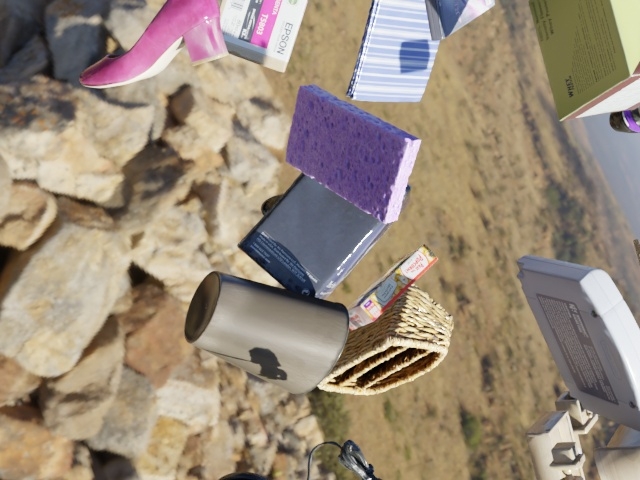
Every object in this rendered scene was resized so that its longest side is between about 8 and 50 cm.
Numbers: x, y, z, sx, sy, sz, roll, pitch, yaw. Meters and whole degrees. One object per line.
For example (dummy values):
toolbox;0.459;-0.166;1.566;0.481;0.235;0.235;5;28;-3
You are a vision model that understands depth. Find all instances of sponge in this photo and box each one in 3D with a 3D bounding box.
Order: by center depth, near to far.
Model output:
sponge;0.037;-0.119;1.218;0.031;0.117;0.210;-13;35;-42

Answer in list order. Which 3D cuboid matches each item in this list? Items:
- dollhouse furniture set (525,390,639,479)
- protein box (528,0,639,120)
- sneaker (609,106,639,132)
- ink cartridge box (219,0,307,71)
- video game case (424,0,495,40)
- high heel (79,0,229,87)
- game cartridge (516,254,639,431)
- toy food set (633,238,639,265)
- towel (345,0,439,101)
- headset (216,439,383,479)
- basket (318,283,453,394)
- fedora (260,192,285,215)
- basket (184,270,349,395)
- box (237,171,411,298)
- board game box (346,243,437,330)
dollhouse furniture set;0.553;0.372;1.539;0.303;0.355;0.174;-23;100;-55
protein box;0.425;-0.303;1.313;0.201;0.135;0.200;141;-63;-73
sneaker;0.730;-0.303;1.979;0.293;0.146;0.102;-23;90;-34
ink cartridge box;-0.140;-0.537;2.147;0.193;0.235;0.088;17;12;-5
video game case;0.234;-0.472;1.568;0.274;0.026;0.196;-43;126;-52
high heel;-0.246;-0.285;1.267;0.082;0.244;0.117;-38;116;-58
game cartridge;0.430;0.161;1.443;0.294;0.060;0.196;62;-15;-19
toy food set;0.605;0.000;1.611;0.019;0.122;0.078;12;60;-35
towel;0.199;-0.503;2.247;0.243;0.336;0.040;-4;32;-35
headset;-0.082;0.444;1.335;0.185;0.394;0.243;54;-12;-10
basket;0.167;0.282;2.220;0.213;0.299;0.223;41;39;-16
fedora;0.000;0.000;2.146;0.334;0.334;0.153;33;62;-54
basket;-0.100;0.147;1.538;0.226;0.204;0.154;24;42;-26
box;0.021;-0.036;1.771;0.182;0.294;0.296;41;2;5
board game box;0.136;0.096;1.866;0.045;0.193;0.147;48;-20;-1
